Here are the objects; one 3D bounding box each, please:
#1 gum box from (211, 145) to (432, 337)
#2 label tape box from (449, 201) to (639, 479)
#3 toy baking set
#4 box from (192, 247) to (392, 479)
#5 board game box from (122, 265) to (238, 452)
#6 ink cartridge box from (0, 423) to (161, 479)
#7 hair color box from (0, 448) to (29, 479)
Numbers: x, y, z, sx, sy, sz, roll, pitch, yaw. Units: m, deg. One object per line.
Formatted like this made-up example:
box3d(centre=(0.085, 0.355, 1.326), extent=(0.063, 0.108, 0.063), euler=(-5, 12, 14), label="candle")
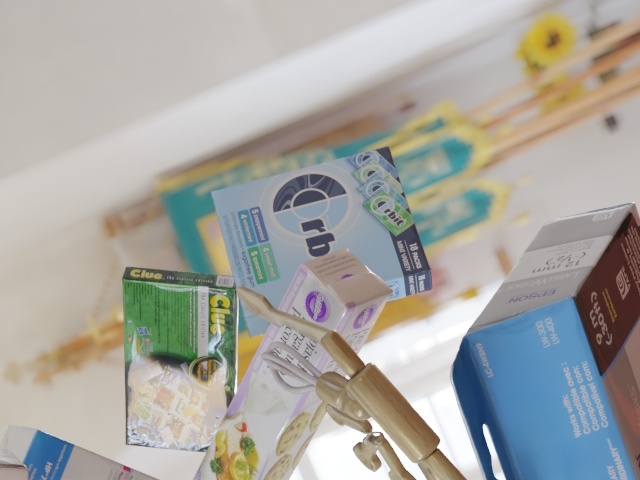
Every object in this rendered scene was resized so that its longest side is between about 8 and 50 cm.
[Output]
box3d(centre=(0.000, 0.000, 1.926), extent=(0.041, 0.184, 0.157), euler=(79, 175, -55), label="gum box")
box3d(centre=(0.256, 0.147, 1.921), extent=(0.348, 0.115, 0.249), euler=(-48, -59, -58), label="label tape box")
box3d(centre=(0.022, 0.136, 1.609), extent=(0.256, 0.030, 0.197), euler=(50, 160, -6), label="toy baking set")
box3d(centre=(-0.037, 0.149, 1.786), extent=(0.063, 0.067, 0.324), euler=(44, 127, 23), label="box")
box3d(centre=(-0.166, 0.146, 2.344), extent=(0.030, 0.136, 0.260), euler=(-77, -7, -53), label="board game box")
box3d(centre=(-0.246, 0.285, 2.213), extent=(0.231, 0.078, 0.134), euler=(26, 168, -19), label="ink cartridge box")
box3d(centre=(-0.344, 0.328, 1.539), extent=(0.110, 0.185, 0.339), euler=(-168, 85, -72), label="hair color box")
